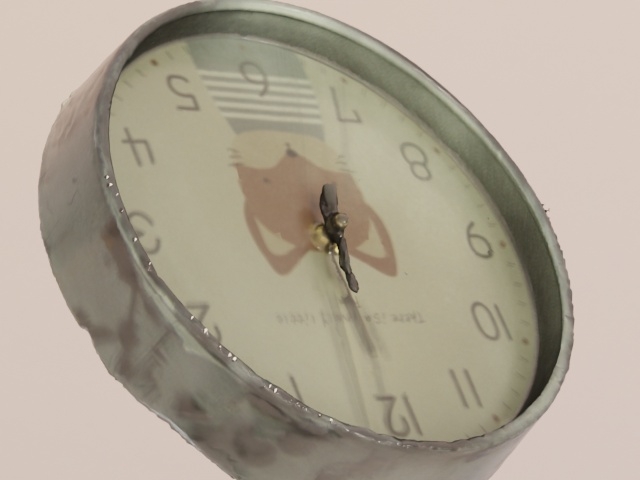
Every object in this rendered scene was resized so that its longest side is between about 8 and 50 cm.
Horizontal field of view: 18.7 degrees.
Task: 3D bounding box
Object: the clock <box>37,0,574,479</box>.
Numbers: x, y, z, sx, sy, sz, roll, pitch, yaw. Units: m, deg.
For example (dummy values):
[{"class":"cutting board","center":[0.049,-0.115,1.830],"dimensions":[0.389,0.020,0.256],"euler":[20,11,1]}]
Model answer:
[{"class":"clock","center":[0.000,0.000,1.096],"dimensions":[0.325,0.325,0.067],"euler":[27,-48,-18]}]
